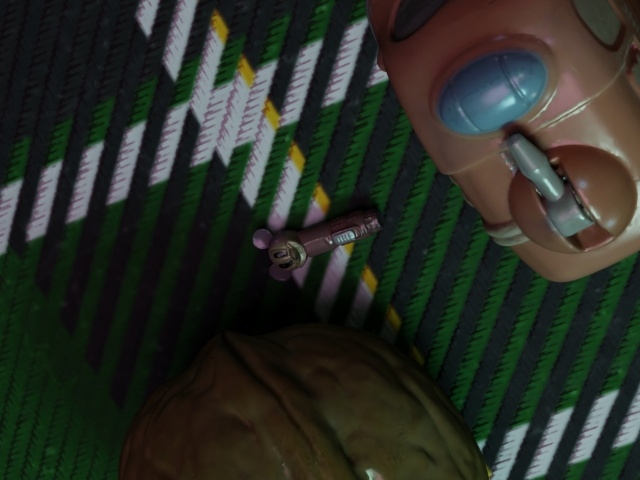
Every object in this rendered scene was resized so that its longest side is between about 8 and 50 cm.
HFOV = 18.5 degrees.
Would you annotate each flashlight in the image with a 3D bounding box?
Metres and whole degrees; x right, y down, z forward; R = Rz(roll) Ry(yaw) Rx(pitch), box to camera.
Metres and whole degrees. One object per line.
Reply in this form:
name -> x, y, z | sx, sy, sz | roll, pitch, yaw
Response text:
flashlight -> 0.000, 0.000, 1.612 | 0.110, 0.031, 0.052 | -19, 113, 19

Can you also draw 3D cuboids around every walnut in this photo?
walnut -> -0.009, 0.213, 1.604 | 0.277, 0.252, 0.313 | -25, 101, 21

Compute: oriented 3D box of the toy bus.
toy bus -> 0.156, -0.103, 1.421 | 0.194, 0.232, 0.288 | -27, 112, 25
